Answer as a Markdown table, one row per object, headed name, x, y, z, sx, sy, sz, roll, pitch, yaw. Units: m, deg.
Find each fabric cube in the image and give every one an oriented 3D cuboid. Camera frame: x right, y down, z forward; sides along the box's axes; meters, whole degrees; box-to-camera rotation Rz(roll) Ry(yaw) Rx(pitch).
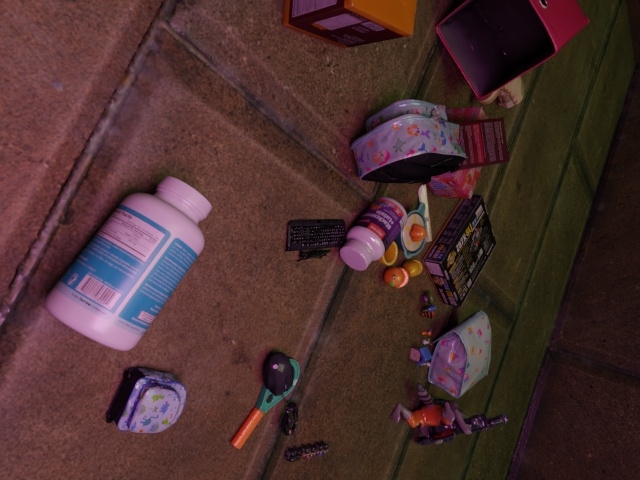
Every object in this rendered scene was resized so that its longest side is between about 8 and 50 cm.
| name | x | y | z | sx | sy | sz | roll | pitch | yaw |
| --- | --- | --- | --- | --- | --- | --- | --- | --- | --- |
| fabric cube | 0.545 | -0.614 | 1.224 | 0.258 | 0.259 | 0.254 | -41 | 100 | -31 |

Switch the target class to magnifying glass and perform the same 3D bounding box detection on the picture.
| name | x | y | z | sx | sy | sz | roll | pitch | yaw |
| --- | --- | --- | --- | --- | --- | --- | --- | --- | --- |
| magnifying glass | -0.127 | 0.378 | 1.011 | 0.231 | 0.026 | 0.092 | -51 | 131 | -22 |

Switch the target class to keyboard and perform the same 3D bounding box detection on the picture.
| name | x | y | z | sx | sy | sz | roll | pitch | yaw |
| --- | --- | --- | --- | --- | --- | --- | --- | --- | --- |
| keyboard | 0.000 | 0.000 | 1.037 | 0.192 | 0.038 | 0.100 | -5 | 103 | -43 |

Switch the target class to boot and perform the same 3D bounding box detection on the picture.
| name | x | y | z | sx | sy | sz | roll | pitch | yaw |
| --- | --- | --- | --- | --- | --- | --- | --- | --- | --- |
| boot | 0.633 | -0.528 | 1.504 | 0.203 | 0.095 | 0.261 | 45 | 64 | -43 |

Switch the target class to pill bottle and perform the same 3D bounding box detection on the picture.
| name | x | y | z | sx | sy | sz | roll | pitch | yaw |
| --- | --- | --- | --- | --- | --- | --- | --- | --- | --- |
| pill bottle | -0.285 | 0.027 | 0.681 | 0.146 | 0.146 | 0.264 | 47 | 67 | -41 |
| pill bottle | 0.135 | -0.016 | 1.108 | 0.193 | 0.108 | 0.108 | -49 | 130 | -31 |

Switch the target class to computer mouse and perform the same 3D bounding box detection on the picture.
| name | x | y | z | sx | sy | sz | roll | pitch | yaw |
| --- | --- | --- | --- | --- | --- | --- | --- | --- | --- |
| computer mouse | -0.082 | 0.367 | 1.011 | 0.071 | 0.041 | 0.241 | -30 | 120 | -38 |

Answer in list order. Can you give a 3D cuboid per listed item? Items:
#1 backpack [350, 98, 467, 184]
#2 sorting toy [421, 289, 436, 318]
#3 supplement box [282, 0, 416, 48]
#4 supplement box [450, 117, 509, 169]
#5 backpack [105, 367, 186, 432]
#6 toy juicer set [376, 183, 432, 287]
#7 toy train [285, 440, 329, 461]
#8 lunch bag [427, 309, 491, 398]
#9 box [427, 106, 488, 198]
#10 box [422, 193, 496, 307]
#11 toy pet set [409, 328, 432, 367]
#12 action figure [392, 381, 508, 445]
| name | x | y | z | sx | sy | sz | roll | pitch | yaw |
| --- | --- | --- | --- | --- | --- | --- | --- | --- | --- |
| backpack | 0.205 | -0.231 | 1.058 | 0.254 | 0.225 | 0.190 | -15 | 88 | -40 |
| sorting toy | 0.356 | 0.221 | 1.444 | 0.042 | 0.061 | 0.101 | -15 | 106 | -6 |
| supplement box | 0.060 | -0.489 | 0.864 | 0.192 | 0.194 | 0.128 | -5 | 103 | -44 |
| supplement box | 0.414 | -0.264 | 1.197 | 0.240 | 0.073 | 0.130 | -12 | 96 | -28 |
| backpack | -0.301 | 0.293 | 0.775 | 0.114 | 0.084 | 0.104 | 28 | 82 | -48 |
| toy juicer set | 0.284 | 0.005 | 1.278 | 0.329 | 0.090 | 0.209 | -47 | 125 | -31 |
| toy train | -0.034 | 0.566 | 1.148 | 0.158 | 0.027 | 0.036 | 16 | 92 | -45 |
| lunch bag | 0.518 | 0.397 | 1.567 | 0.224 | 0.160 | 0.262 | -16 | 117 | -41 |
| box | 0.427 | -0.270 | 1.332 | 0.128 | 0.123 | 0.256 | 35 | 73 | -43 |
| box | 0.501 | 0.036 | 1.519 | 0.322 | 0.079 | 0.257 | -52 | 129 | -23 |
| toy pet set | 0.365 | 0.379 | 1.474 | 0.114 | 0.065 | 0.122 | 0 | 99 | -45 |
| action figure | 0.450 | 0.597 | 1.504 | 0.330 | 0.342 | 0.178 | 37 | 34 | -51 |
